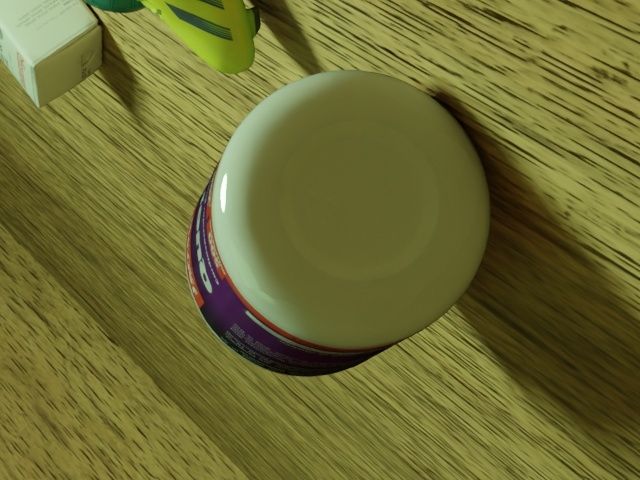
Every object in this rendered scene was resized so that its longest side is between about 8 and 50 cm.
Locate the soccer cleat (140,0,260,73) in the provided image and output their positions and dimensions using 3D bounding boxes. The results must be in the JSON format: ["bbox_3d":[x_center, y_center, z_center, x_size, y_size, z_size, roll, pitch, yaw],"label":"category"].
[{"bbox_3d":[-0.145,-0.233,1.427,0.289,0.121,0.093,60,166,-26],"label":"soccer cleat"}]

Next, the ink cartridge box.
[{"bbox_3d":[-0.333,-0.268,2.101,0.218,0.092,0.158,51,168,6],"label":"ink cartridge box"}]

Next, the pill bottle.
[{"bbox_3d":[0.000,0.000,1.378,0.181,0.181,0.323,53,167,2],"label":"pill bottle"}]

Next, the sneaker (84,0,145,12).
[{"bbox_3d":[-0.218,-0.312,1.517,0.302,0.108,0.121,57,172,-6],"label":"sneaker"}]
